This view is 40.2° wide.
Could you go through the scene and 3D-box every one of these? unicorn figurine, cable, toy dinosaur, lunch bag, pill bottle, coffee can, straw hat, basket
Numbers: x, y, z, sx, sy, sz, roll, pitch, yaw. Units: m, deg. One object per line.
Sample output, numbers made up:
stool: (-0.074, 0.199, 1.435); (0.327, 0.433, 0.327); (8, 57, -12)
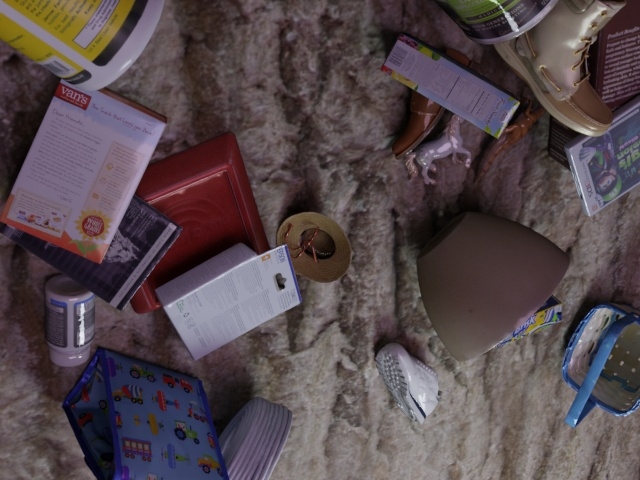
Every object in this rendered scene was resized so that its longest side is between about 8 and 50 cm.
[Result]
unicorn figurine: (0.220, -0.168, 1.553); (0.162, 0.060, 0.111); (-36, 130, -4)
cable: (-0.150, 0.405, 1.600); (0.089, 0.257, 0.257); (33, 74, -7)
toy dinosaur: (0.347, -0.197, 1.601); (0.211, 0.064, 0.112); (-45, 130, 4)
lunch bag: (-0.276, 0.339, 1.455); (0.221, 0.293, 0.138); (26, 105, -36)
pill bottle: (-0.368, -0.343, 1.053); (0.334, 0.188, 0.188); (33, 100, -38)
coffee can: (0.215, -0.451, 1.285); (0.275, 0.201, 0.201); (33, 100, -38)
straw hat: (0.000, 0.000, 1.534); (0.061, 0.144, 0.145); (-43, 147, -55)
basket: (0.642, 0.271, 1.937); (0.289, 0.201, 0.255); (-16, 131, -58)
pill bottle: (-0.401, 0.128, 1.398); (0.078, 0.078, 0.137); (-5, 121, -25)

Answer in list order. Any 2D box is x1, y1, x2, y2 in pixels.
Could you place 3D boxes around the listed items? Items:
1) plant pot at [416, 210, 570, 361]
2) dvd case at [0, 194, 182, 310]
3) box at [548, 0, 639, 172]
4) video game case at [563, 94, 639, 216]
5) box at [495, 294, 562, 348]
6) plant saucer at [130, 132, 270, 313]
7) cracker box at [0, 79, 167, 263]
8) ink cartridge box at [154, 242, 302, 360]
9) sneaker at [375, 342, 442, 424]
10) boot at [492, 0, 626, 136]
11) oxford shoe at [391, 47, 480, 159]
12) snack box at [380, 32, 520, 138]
plant pot: (0.290, 0.058, 1.628); (0.284, 0.284, 0.191); (-45, 92, 3)
dvd case: (-0.346, -0.017, 1.324); (0.221, 0.018, 0.165); (36, 99, -15)
box: (0.533, -0.314, 1.580); (0.191, 0.143, 0.382); (-17, 127, -17)
video game case: (0.541, -0.156, 1.581); (0.190, 0.022, 0.173); (-34, 129, -4)
box: (0.432, 0.167, 1.872); (0.168, 0.059, 0.054); (-19, 127, -17)
plant saucer: (-0.218, -0.014, 1.427); (0.258, 0.048, 0.259); (-24, 127, -13)
cracker box: (-0.338, -0.104, 1.254); (0.155, 0.067, 0.232); (25, 103, -14)
ink cartridge box: (-0.149, 0.094, 1.485); (0.223, 0.045, 0.223); (-27, 150, -10)
sneaker: (0.187, 0.278, 1.809); (0.095, 0.090, 0.235); (-40, 134, -17)
boot: (0.431, -0.313, 1.432); (0.095, 0.262, 0.203); (-42, 179, -43)
oxford shoe: (0.179, -0.235, 1.499); (0.076, 0.076, 0.212); (33, 104, -7)
snack box: (0.203, -0.246, 1.367); (0.207, 0.174, 0.070); (29, 106, 2)
